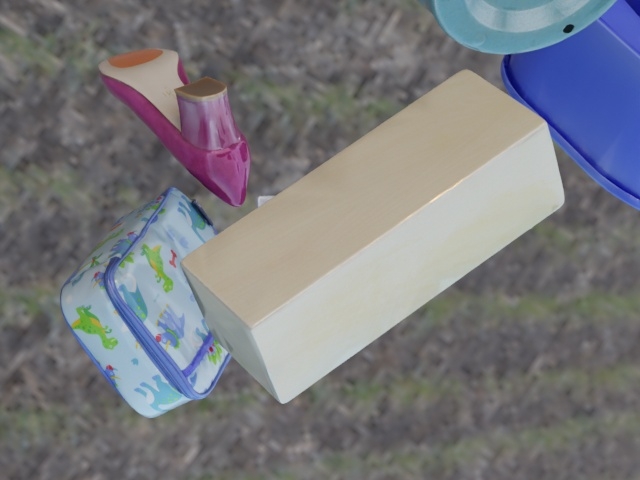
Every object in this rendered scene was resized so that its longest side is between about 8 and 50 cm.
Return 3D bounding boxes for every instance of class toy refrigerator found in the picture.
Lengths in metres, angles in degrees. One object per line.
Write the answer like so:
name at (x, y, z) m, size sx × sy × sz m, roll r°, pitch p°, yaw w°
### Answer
toy refrigerator at (0.042, -0.004, 1.399) m, size 0.269 × 0.102 × 0.094 m, roll -35°, pitch 134°, yaw -16°

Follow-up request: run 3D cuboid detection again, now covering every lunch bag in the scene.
lunch bag at (-0.154, 0.063, 1.903) m, size 0.090 × 0.176 × 0.219 m, roll -26°, pitch -164°, yaw 28°

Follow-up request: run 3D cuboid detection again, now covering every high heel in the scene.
high heel at (-0.141, -0.113, 1.830) m, size 0.082 × 0.244 × 0.117 m, roll -25°, pitch 117°, yaw -29°

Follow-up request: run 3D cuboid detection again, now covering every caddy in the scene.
caddy at (0.338, -0.139, 1.932) m, size 0.241 × 0.341 × 0.179 m, roll -7°, pitch 132°, yaw -36°

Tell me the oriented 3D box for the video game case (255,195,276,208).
video game case at (0.000, 0.000, 1.799) m, size 0.122 × 0.011 × 0.087 m, roll -2°, pitch 88°, yaw -15°

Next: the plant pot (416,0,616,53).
plant pot at (0.135, -0.300, 1.568) m, size 0.271 × 0.255 × 0.272 m, roll -13°, pitch 142°, yaw -10°
